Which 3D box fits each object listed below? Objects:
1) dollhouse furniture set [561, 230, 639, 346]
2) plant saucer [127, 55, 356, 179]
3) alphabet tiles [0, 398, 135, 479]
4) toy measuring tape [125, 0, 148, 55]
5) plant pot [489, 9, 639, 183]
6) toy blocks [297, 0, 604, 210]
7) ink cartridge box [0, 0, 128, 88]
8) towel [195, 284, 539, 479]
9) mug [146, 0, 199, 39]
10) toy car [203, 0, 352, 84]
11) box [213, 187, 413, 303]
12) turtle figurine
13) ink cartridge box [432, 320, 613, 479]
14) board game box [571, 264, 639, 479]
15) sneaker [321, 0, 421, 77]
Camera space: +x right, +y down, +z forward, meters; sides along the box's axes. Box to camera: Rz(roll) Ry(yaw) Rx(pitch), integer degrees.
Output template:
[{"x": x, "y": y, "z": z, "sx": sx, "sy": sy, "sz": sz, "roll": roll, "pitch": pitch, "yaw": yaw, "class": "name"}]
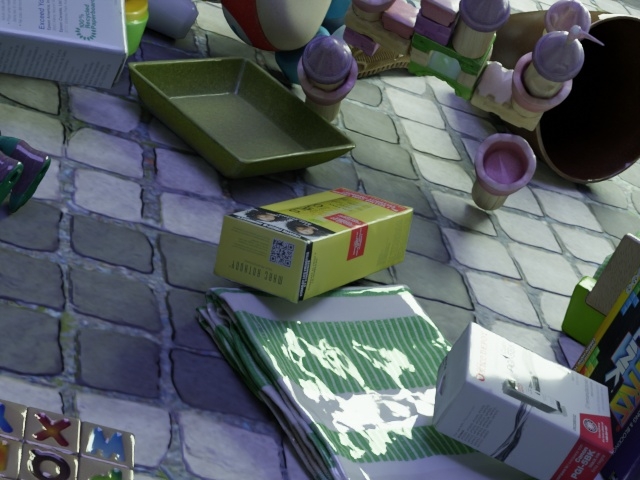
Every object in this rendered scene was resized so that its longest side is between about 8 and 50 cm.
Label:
[{"x": 0.407, "y": 0.036, "z": 1.485, "sx": 0.198, "sy": 0.151, "sz": 0.301, "roll": 33, "pitch": 28, "yaw": 15, "class": "dollhouse furniture set"}, {"x": -0.088, "y": -0.125, "z": 1.475, "sx": 0.188, "sy": 0.045, "sz": 0.188, "roll": 40, "pitch": 31, "yaw": 27, "class": "plant saucer"}, {"x": -0.235, "y": 0.159, "z": 0.895, "sx": 0.237, "sy": 0.009, "sz": 0.198, "roll": 17, "pitch": 29, "yaw": -16, "class": "alphabet tiles"}, {"x": -0.224, "y": -0.263, "z": 1.534, "sx": 0.121, "sy": 0.121, "sz": 0.330, "roll": 27, "pitch": 28, "yaw": 4, "class": "toy measuring tape"}, {"x": 0.298, "y": -0.213, "z": 1.807, "sx": 0.215, "sy": 0.215, "sz": 0.230, "roll": 6, "pitch": 19, "yaw": -33, "class": "plant pot"}, {"x": 0.156, "y": -0.241, "z": 1.512, "sx": 0.289, "sy": 0.309, "sz": 0.260, "roll": 27, "pitch": -14, "yaw": 5, "class": "toy blocks"}, {"x": -0.358, "y": -0.308, "z": 1.348, "sx": 0.330, "sy": 0.071, "sz": 0.324, "roll": 7, "pitch": 54, "yaw": -22, "class": "ink cartridge box"}, {"x": 0.070, "y": 0.145, "z": 1.142, "sx": 0.248, "sy": 0.038, "sz": 0.325, "roll": 1, "pitch": 36, "yaw": -40, "class": "towel"}, {"x": -0.177, "y": -0.273, "z": 1.648, "sx": 0.064, "sy": 0.062, "sz": 0.078, "roll": 30, "pitch": 33, "yaw": -7, "class": "mug"}, {"x": -0.103, "y": -0.323, "z": 1.672, "sx": 0.238, "sy": 0.219, "sz": 0.210, "roll": 5, "pitch": 59, "yaw": 30, "class": "toy car"}, {"x": 0.000, "y": 0.000, "z": 1.266, "sx": 0.087, "sy": 0.058, "sz": 0.232, "roll": 18, "pitch": 15, "yaw": 24, "class": "box"}, {"x": -0.346, "y": -0.109, "z": 1.170, "sx": 0.234, "sy": 0.118, "sz": 0.175, "roll": 34, "pitch": 28, "yaw": 4, "class": "turtle figurine"}, {"x": 0.166, "y": 0.137, "z": 1.145, "sx": 0.135, "sy": 0.056, "sz": 0.099, "roll": 26, "pitch": 28, "yaw": -6, "class": "ink cartridge box"}, {"x": 0.289, "y": 0.118, "z": 1.224, "sx": 0.048, "sy": 0.170, "sz": 0.141, "roll": 15, "pitch": 28, "yaw": -22, "class": "board game box"}, {"x": 0.073, "y": -0.295, "z": 1.848, "sx": 0.282, "sy": 0.099, "sz": 0.153, "roll": -13, "pitch": 48, "yaw": -46, "class": "sneaker"}]
